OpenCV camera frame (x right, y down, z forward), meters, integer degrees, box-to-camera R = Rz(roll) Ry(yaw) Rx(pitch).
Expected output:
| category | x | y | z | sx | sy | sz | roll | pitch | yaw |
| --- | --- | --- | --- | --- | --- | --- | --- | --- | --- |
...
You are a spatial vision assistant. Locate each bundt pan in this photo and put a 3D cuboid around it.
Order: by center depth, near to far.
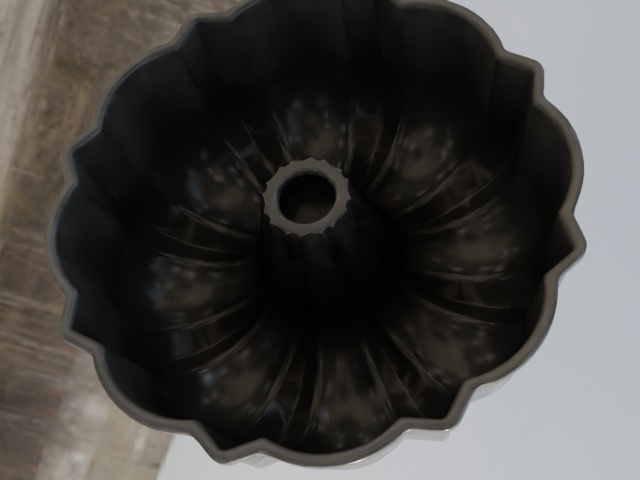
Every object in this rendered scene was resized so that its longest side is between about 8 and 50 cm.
| category | x | y | z | sx | sy | sz | roll | pitch | yaw |
| --- | --- | --- | --- | --- | --- | --- | --- | --- | --- |
| bundt pan | 0.000 | 0.000 | 0.689 | 0.124 | 0.331 | 0.331 | 71 | 27 | -62 |
